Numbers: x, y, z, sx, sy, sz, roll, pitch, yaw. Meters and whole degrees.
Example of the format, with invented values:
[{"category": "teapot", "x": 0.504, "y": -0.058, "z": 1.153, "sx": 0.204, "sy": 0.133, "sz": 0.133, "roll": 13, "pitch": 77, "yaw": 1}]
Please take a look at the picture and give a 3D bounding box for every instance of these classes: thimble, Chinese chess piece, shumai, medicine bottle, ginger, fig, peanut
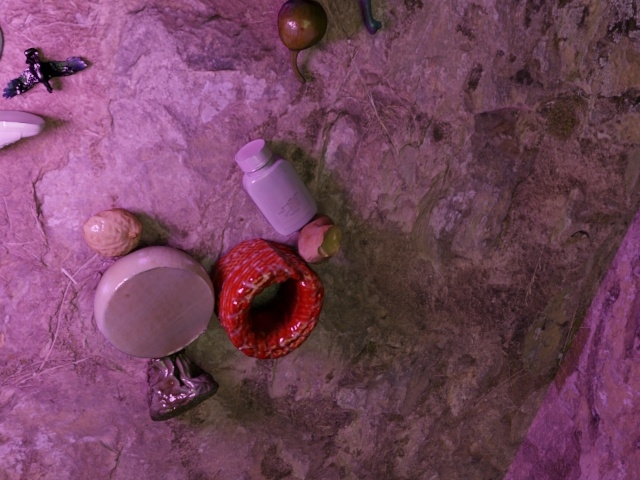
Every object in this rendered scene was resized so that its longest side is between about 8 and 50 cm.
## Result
[{"category": "thimble", "x": -0.177, "y": 0.183, "z": 1.909, "sx": 0.350, "sy": 0.230, "sz": 0.350, "roll": -11, "pitch": 118, "yaw": -23}, {"category": "Chinese chess piece", "x": -0.492, "y": 0.182, "z": 1.785, "sx": 0.349, "sy": 0.146, "sz": 0.350, "roll": -14, "pitch": 123, "yaw": -21}, {"category": "shumai", "x": -0.474, "y": 0.453, "z": 1.952, "sx": 0.225, "sy": 0.222, "sz": 0.260, "roll": -10, "pitch": 152, "yaw": -50}, {"category": "medicine bottle", "x": -0.141, "y": -0.164, "z": 1.842, "sx": 0.161, "sy": 0.111, "sz": 0.296, "roll": -40, "pitch": 125, "yaw": -6}, {"category": "ginger", "x": 0.000, "y": 0.000, "z": 1.905, "sx": 0.152, "sy": 0.267, "sz": 0.138, "roll": -26, "pitch": 105, "yaw": 2}, {"category": "fig", "x": -0.060, "y": -0.566, "z": 1.715, "sx": 0.149, "sy": 0.149, "sz": 0.245, "roll": -8, "pitch": 134, "yaw": -22}, {"category": "peanut", "x": -0.583, "y": -0.022, "z": 1.691, "sx": 0.159, "sy": 0.109, "sz": 0.141, "roll": -18, "pitch": 139, "yaw": -12}]

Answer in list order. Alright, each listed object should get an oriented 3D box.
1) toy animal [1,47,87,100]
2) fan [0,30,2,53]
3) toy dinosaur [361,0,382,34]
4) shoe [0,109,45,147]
[{"category": "toy animal", "x": -0.700, "y": -0.421, "z": 1.497, "sx": 0.220, "sy": 0.062, "sz": 0.108, "roll": -30, "pitch": 140, "yaw": -12}, {"category": "fan", "x": -0.883, "y": -0.493, "z": 1.395, "sx": 0.223, "sy": 0.012, "sz": 0.294, "roll": -32, "pitch": 123, "yaw": -10}, {"category": "toy dinosaur", "x": 0.020, "y": -0.742, "z": 1.678, "sx": 0.383, "sy": 0.129, "sz": 0.331, "roll": -9, "pitch": 124, "yaw": -21}, {"category": "shoe", "x": -0.826, "y": -0.259, "z": 1.487, "sx": 0.264, "sy": 0.095, "sz": 0.110, "roll": -1, "pitch": 118, "yaw": -19}]
